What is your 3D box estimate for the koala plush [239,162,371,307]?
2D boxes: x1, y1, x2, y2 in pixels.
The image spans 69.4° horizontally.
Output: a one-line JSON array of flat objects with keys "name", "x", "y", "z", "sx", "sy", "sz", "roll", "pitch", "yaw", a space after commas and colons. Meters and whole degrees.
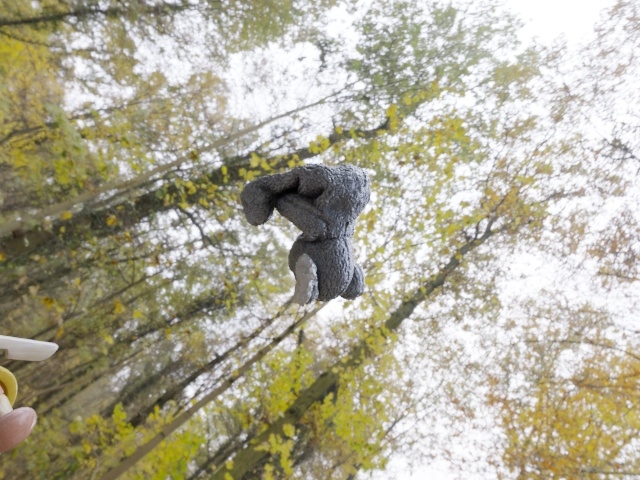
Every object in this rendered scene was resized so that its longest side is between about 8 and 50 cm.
[{"name": "koala plush", "x": 0.000, "y": 0.000, "z": 0.776, "sx": 0.203, "sy": 0.196, "sz": 0.222, "roll": -14, "pitch": -104, "yaw": 35}]

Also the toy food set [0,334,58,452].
[{"name": "toy food set", "x": -0.358, "y": 0.201, "z": 0.461, "sx": 0.071, "sy": 0.218, "sz": 0.128, "roll": 30, "pitch": -17, "yaw": 20}]
